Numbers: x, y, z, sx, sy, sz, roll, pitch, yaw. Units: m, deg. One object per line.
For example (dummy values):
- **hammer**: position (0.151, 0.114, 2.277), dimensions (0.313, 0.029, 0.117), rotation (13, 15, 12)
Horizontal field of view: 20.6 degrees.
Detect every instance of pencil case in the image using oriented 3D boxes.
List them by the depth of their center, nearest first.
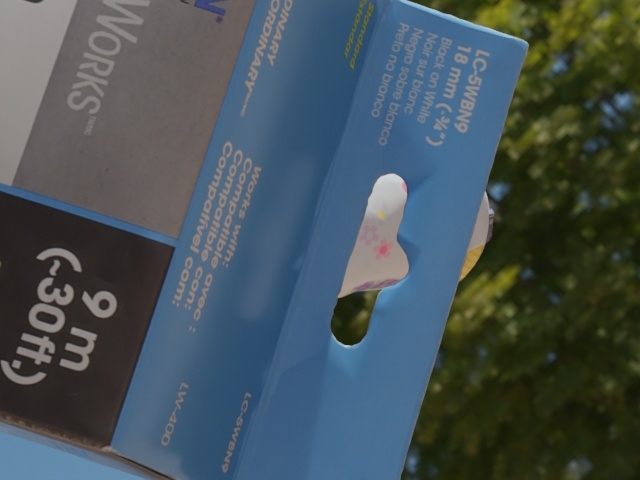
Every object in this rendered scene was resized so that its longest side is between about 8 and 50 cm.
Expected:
- **pencil case**: position (0.000, 0.000, 1.385), dimensions (0.273, 0.113, 0.124), rotation (-12, -59, -31)

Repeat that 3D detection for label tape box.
- **label tape box**: position (-0.096, -0.041, 0.709), dimensions (0.106, 0.334, 0.240), rotation (106, -179, -78)
